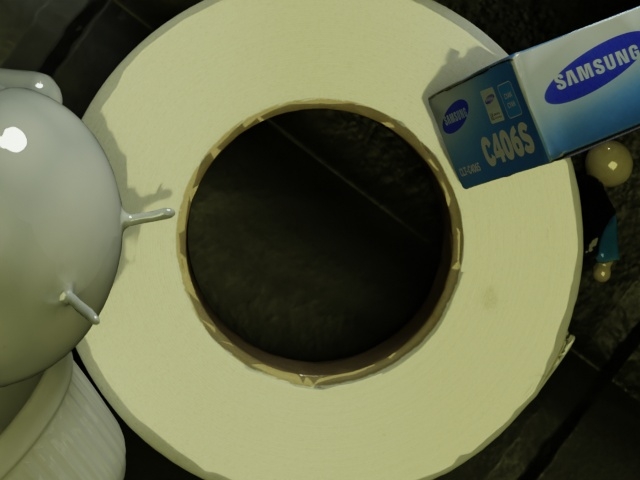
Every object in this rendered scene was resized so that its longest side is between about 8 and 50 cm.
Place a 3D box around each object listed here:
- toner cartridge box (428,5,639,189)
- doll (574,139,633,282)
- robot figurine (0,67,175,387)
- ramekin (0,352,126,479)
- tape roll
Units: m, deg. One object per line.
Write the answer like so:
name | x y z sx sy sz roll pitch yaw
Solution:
toner cartridge box | 0.262 -0.137 1.211 0.347 0.165 0.075 -22 91 -16
doll | 0.170 -0.005 1.366 0.189 0.046 0.129 -45 104 0
robot figurine | -0.283 -0.015 1.170 0.353 0.300 0.200 10 140 15
ramekin | -0.234 0.167 1.250 0.207 0.207 0.109 -40 113 -1
tape roll | 0.000 0.000 1.300 0.392 0.072 0.392 0 95 -3
